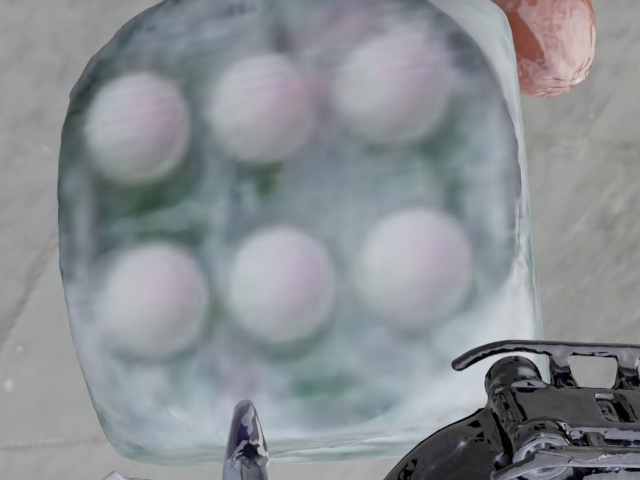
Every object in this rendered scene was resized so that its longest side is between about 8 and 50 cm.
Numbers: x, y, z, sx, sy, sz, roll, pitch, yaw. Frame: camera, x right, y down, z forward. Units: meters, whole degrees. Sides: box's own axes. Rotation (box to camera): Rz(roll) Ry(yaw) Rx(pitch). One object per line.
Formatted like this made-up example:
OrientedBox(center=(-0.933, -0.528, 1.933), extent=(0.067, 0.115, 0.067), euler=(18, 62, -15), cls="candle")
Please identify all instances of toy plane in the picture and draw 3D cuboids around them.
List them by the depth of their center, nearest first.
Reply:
OrientedBox(center=(0.037, 0.070, 0.343), extent=(0.197, 0.053, 0.078), euler=(1, 118, -9), cls="toy plane")

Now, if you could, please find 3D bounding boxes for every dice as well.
OrientedBox(center=(0.000, 0.000, 1.062), extent=(0.327, 0.331, 0.348), euler=(-6, 166, 9), cls="dice")

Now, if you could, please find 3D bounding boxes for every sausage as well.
OrientedBox(center=(0.169, -0.248, 1.377), extent=(0.148, 0.254, 0.148), euler=(-27, 138, -28), cls="sausage")
